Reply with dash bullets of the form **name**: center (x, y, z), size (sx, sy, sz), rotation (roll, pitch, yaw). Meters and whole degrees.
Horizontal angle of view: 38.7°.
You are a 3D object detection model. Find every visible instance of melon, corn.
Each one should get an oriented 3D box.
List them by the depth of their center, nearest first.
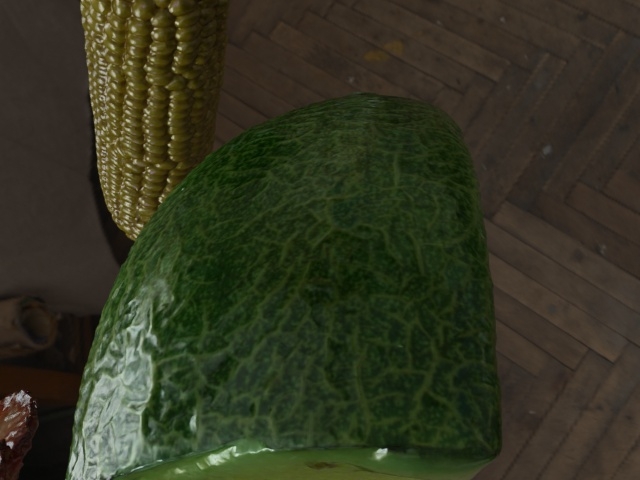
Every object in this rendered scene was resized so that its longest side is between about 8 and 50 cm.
- **melon**: center (0.000, 0.000, 0.493), size (0.196, 0.124, 0.323), rotation (-7, 43, 16)
- **corn**: center (-0.127, -0.109, 0.695), size (0.106, 0.305, 0.106), rotation (6, 47, -6)

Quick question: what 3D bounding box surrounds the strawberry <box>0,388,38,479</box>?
- **strawberry**: center (-0.257, 0.195, 0.604), size (0.167, 0.208, 0.087), rotation (3, 122, 59)
